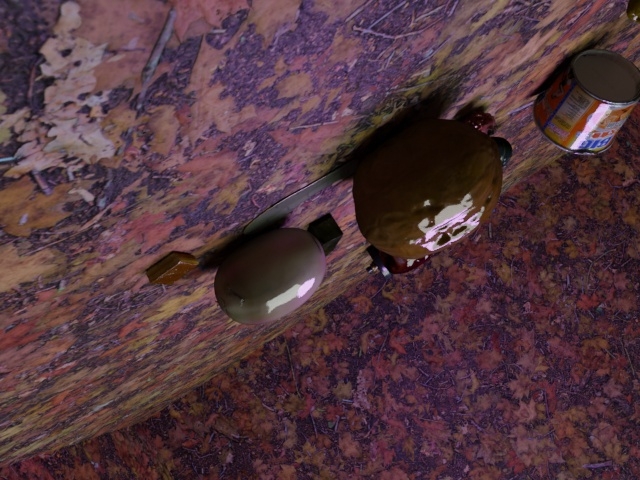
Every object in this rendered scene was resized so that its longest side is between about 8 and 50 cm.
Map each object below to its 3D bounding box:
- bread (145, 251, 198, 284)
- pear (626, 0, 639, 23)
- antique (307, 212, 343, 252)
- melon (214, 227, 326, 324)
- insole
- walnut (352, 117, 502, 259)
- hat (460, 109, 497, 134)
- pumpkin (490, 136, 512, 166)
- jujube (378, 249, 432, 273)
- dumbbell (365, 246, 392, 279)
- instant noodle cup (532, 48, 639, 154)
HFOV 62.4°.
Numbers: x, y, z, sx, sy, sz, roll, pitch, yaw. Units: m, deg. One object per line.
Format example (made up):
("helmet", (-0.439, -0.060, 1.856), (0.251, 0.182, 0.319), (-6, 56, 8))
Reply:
("bread", (-0.338, 0.064, 1.211), (0.090, 0.035, 0.094), (-35, 167, 7))
("pear", (0.865, -0.629, 1.375), (0.131, 0.107, 0.107), (-48, 164, 14))
("antique", (0.000, 0.000, 1.711), (0.080, 0.081, 0.221), (-27, 167, -18))
("melon", (-0.135, 0.095, 1.402), (0.317, 0.223, 0.223), (-28, 167, -7))
("insole", (-0.045, -0.109, 1.330), (0.349, 0.009, 0.119), (-32, 167, -4))
("walnut", (0.267, -0.127, 1.331), (0.398, 0.307, 0.354), (-35, 172, 19))
("hat", (0.435, -0.299, 1.566), (0.237, 0.107, 0.286), (-41, 174, -10))
("pumpkin", (0.603, -0.310, 1.903), (0.167, 0.125, 0.167), (-11, 150, -7))
("jujube", (0.431, -0.008, 2.406), (0.377, 0.258, 0.258), (-44, 169, -7))
("dumbbell", (0.393, 0.046, 2.633), (0.388, 0.185, 0.185), (-34, 168, 5))
("instant noodle cup", (0.854, -0.451, 1.677), (0.296, 0.296, 0.214), (-29, 158, -18))
